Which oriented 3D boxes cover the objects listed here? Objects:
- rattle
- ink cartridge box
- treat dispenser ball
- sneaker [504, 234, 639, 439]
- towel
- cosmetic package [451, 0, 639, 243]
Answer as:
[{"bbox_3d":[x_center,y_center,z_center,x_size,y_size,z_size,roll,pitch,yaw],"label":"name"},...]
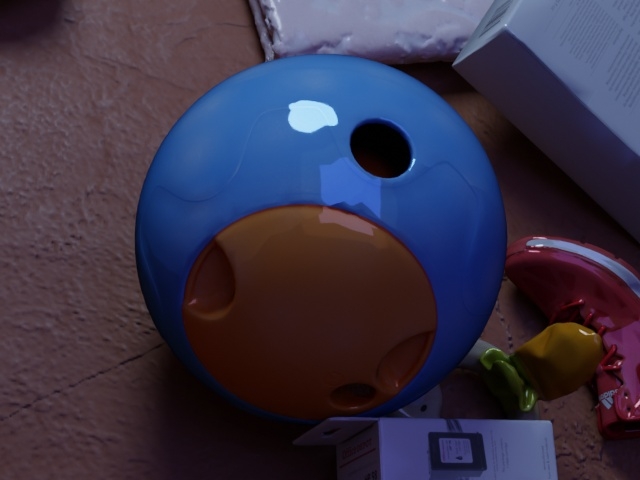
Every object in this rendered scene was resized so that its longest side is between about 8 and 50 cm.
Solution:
[{"bbox_3d":[0.111,0.129,1.183,0.199,0.143,0.130,6,80,-23],"label":"rattle"},{"bbox_3d":[0.078,0.175,1.105,0.180,0.104,0.060,3,71,-17],"label":"ink cartridge box"},{"bbox_3d":[0.000,0.000,1.120,0.288,0.288,0.288,8,61,-15],"label":"treat dispenser ball"},{"bbox_3d":[0.249,0.093,1.280,0.221,0.087,0.128,28,56,-2],"label":"sneaker"},{"bbox_3d":[0.063,-0.310,1.448,0.332,0.053,0.317,-7,65,-23],"label":"towel"},{"bbox_3d":[0.329,-0.213,1.431,0.284,0.097,0.377,41,56,-10],"label":"cosmetic package"}]
